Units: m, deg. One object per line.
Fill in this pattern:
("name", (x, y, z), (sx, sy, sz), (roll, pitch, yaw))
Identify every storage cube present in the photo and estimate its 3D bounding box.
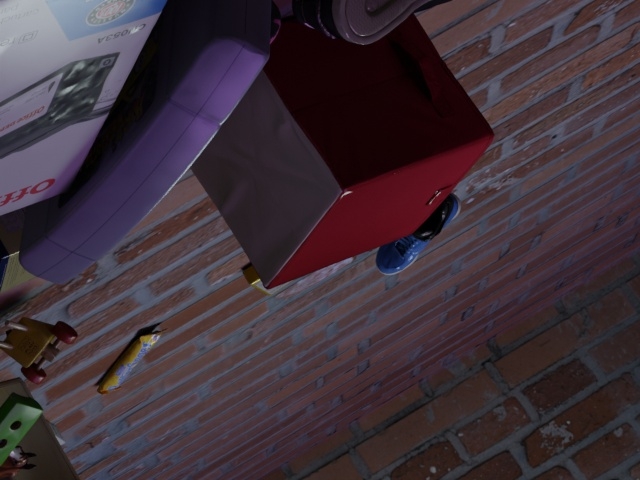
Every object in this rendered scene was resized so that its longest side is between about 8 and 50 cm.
("storage cube", (0.009, -0.094, 1.628), (0.193, 0.183, 0.215), (-21, 161, -37))

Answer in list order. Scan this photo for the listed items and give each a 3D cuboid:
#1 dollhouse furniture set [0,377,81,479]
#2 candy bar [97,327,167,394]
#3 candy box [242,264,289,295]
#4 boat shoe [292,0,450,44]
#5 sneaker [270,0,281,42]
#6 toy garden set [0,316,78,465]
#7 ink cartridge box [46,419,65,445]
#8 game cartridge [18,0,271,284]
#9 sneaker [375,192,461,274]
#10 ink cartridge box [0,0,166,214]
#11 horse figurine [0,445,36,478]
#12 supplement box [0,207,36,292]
("dollhouse furniture set", (-0.419, 0.303, 2.060), (0.242, 0.161, 0.212), (-43, 162, 33))
("candy bar", (-0.247, 0.156, 2.226), (0.040, 0.018, 0.161), (-19, 159, -42))
("candy box", (0.000, 0.000, 2.214), (0.206, 0.027, 0.105), (-34, 163, 4))
("boat shoe", (0.075, -0.244, 1.540), (0.233, 0.084, 0.079), (-31, -155, -34))
("sneaker", (-0.106, -0.144, 1.465), (0.178, 0.072, 0.077), (-28, 176, 5))
("toy garden set", (-0.384, 0.141, 1.766), (0.204, 0.049, 0.244), (-51, 142, 10))
("ink cartridge box", (-0.383, 0.265, 2.270), (0.063, 0.029, 0.115), (-31, 166, -4))
("game cartridge", (-0.138, -0.103, 1.309), (0.060, 0.196, 0.294), (24, 130, -28))
("sneaker", (0.126, -0.010, 2.375), (0.152, 0.058, 0.084), (-41, 169, 14))
("ink cartridge box", (-0.245, -0.123, 1.117), (0.223, 0.129, 0.307), (-22, 163, -34))
("horse figurine", (-0.472, 0.266, 1.903), (0.263, 0.066, 0.174), (-37, 134, 7))
("supplement box", (-0.275, -0.003, 1.582), (0.083, 0.056, 0.083), (-25, 163, -27))
